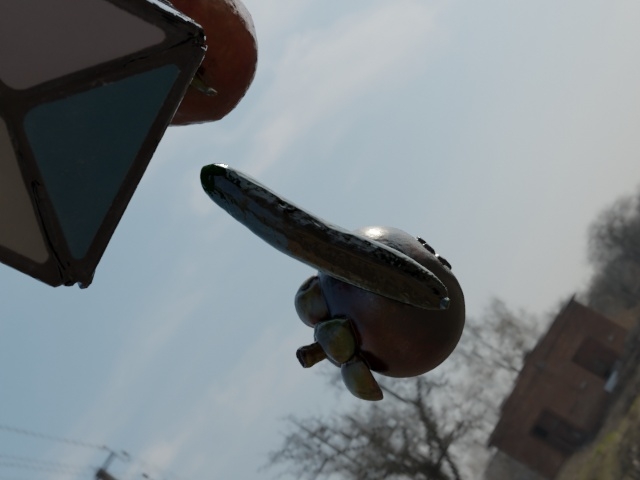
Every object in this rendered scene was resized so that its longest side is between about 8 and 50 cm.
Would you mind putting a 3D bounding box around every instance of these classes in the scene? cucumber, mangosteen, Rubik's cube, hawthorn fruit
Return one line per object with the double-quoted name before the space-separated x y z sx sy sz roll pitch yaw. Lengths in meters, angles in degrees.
"cucumber" 0.000 0.000 1.068 0.056 0.284 0.056 -58 -11 -19
"mangosteen" 0.060 0.081 1.206 0.200 0.200 0.200 -52 -17 -24
"Rubik's cube" -0.318 -0.167 1.120 0.305 0.310 0.307 -60 20 5
"hawthorn fruit" -0.219 -0.291 1.619 0.287 0.330 0.287 -16 -49 -19
